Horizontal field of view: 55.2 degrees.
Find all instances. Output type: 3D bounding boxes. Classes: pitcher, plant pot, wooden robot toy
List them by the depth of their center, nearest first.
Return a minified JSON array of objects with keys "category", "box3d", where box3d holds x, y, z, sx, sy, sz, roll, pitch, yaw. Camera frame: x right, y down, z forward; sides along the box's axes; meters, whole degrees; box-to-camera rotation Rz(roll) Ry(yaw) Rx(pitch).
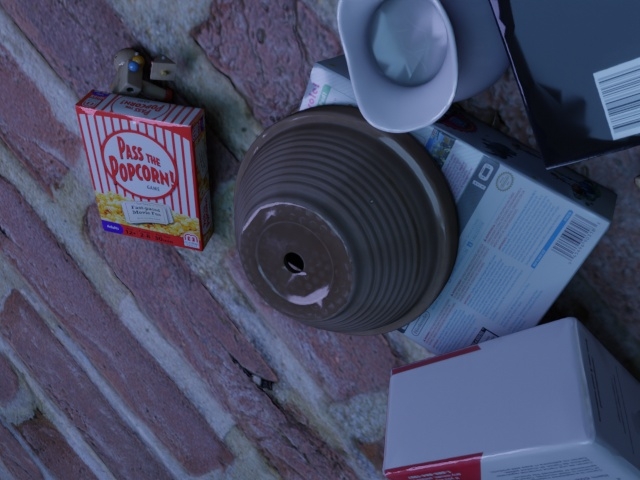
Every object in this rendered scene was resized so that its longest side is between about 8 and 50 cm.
[{"category":"pitcher","box3d":[0.082,-0.194,0.494,0.125,0.207,0.178,-15,104,34]},{"category":"plant pot","box3d":[0.000,0.000,0.578,0.237,0.109,0.238,13,119,25]},{"category":"wooden robot toy","box3d":[-0.240,-0.205,0.782,0.173,0.076,0.079,-30,61,37]}]

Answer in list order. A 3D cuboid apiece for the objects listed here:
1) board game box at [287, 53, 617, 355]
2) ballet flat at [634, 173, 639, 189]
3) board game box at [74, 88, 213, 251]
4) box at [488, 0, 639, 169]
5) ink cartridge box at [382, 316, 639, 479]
[{"category":"board game box","box3d":[0.102,-0.023,0.634,0.303,0.097,0.224,32,124,12]},{"category":"ballet flat","box3d":[0.417,0.014,0.449,0.348,0.123,0.123,9,117,23]},{"category":"board game box","box3d":[-0.216,-0.084,0.777,0.146,0.045,0.194,11,131,9]},{"category":"box","box3d":[0.185,-0.208,0.443,0.103,0.184,0.261,-14,105,37]},{"category":"ink cartridge box","box3d":[0.222,0.208,0.591,0.197,0.114,0.273,-26,128,36]}]
